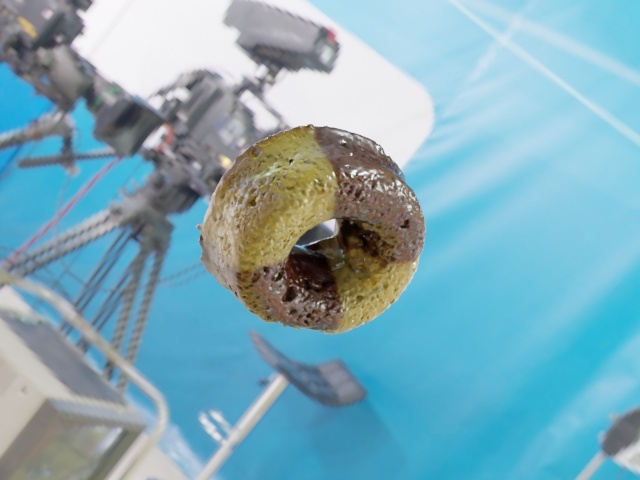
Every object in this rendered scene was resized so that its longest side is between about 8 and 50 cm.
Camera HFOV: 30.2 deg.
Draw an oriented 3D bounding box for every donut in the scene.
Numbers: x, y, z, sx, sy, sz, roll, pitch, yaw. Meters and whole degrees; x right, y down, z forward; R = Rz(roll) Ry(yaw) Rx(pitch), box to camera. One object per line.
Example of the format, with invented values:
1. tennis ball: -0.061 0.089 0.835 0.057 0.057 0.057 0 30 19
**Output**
1. donut: 0.000 0.000 0.711 0.140 0.140 0.059 35 11 -40
